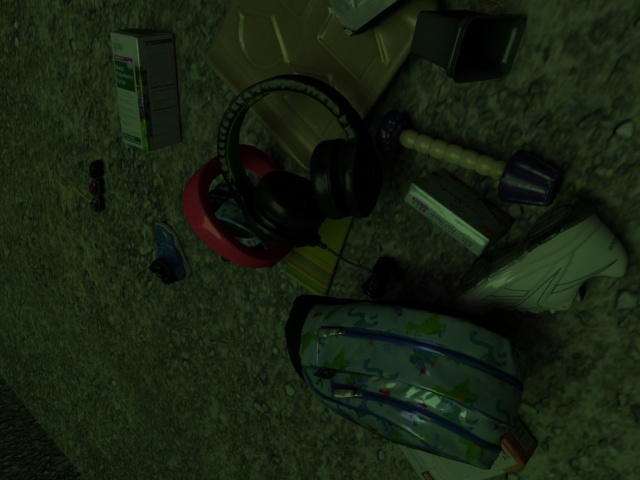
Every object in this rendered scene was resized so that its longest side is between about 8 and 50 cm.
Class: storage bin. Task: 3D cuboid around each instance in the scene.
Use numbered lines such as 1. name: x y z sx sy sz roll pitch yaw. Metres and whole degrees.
1. storage bin: 0.190 -0.273 0.792 0.091 0.135 0.098 36 130 35

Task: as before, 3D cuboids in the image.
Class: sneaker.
1. sneaker: 0.301 0.062 0.870 0.129 0.111 0.297 43 139 -5
2. sneaker: -0.384 0.034 1.454 0.058 0.085 0.152 -21 95 44

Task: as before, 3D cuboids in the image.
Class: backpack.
1. backpack: 0.141 0.205 0.922 0.356 0.273 0.290 -18 135 41
2. backpack: -0.146 -0.026 1.173 0.173 0.116 0.158 13 149 41

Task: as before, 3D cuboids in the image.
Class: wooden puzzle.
1. wooden puzzle: -0.009 -0.334 0.972 0.322 0.081 0.347 48 128 12

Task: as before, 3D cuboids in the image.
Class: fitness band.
1. fitness band: -0.125 -0.060 1.051 0.054 0.291 0.209 -37 100 31

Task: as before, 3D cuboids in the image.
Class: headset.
1. headset: 0.004 -0.081 0.974 0.244 0.185 0.394 -26 99 29

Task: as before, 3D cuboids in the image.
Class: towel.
1. towel: 0.000 0.000 1.157 0.102 0.021 0.237 32 127 19

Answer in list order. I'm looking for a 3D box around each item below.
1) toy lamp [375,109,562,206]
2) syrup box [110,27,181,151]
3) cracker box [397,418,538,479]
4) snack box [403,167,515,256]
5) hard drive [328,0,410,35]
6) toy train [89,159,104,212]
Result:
1. toy lamp: 0.212 -0.119 0.878 0.275 0.080 0.080 25 124 32
2. syrup box: -0.368 -0.320 1.267 0.093 0.096 0.236 21 123 33
3. cracker box: 0.245 0.351 1.077 0.155 0.067 0.232 55 133 7
4. snack box: 0.208 -0.046 0.897 0.141 0.100 0.037 39 130 20
5. hard drive: 0.051 -0.471 0.758 0.237 0.064 0.338 -21 99 44
6. toy train: -0.596 -0.139 1.588 0.027 0.036 0.158 30 127 27
